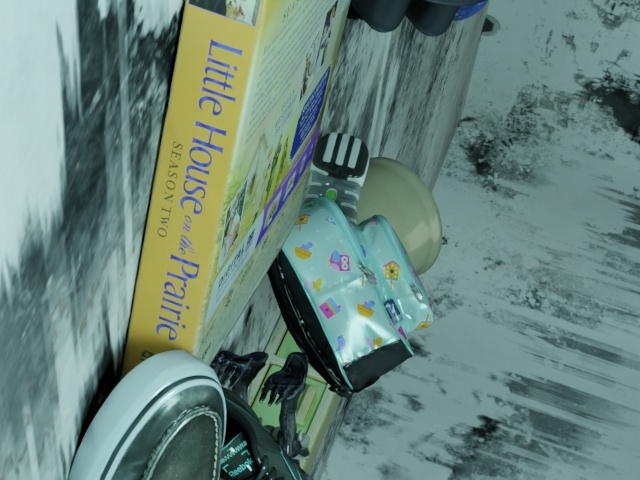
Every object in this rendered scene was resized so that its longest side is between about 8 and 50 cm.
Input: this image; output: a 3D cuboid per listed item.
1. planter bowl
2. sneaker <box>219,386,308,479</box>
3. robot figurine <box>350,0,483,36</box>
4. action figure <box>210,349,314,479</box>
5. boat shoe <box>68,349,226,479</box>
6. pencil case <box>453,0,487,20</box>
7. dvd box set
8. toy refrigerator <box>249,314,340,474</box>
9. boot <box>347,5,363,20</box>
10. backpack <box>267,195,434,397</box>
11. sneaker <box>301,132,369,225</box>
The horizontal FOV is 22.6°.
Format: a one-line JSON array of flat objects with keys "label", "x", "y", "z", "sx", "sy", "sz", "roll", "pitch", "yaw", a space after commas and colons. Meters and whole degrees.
[{"label": "planter bowl", "x": 0.056, "y": -0.011, "z": 2.004, "sx": 0.109, "sy": 0.162, "sz": 0.162, "roll": -26, "pitch": 142, "yaw": -40}, {"label": "sneaker", "x": -0.055, "y": 0.233, "z": 1.421, "sx": 0.101, "sy": 0.267, "sz": 0.106, "roll": -41, "pitch": 158, "yaw": -5}, {"label": "robot figurine", "x": 0.110, "y": -0.314, "z": 1.393, "sx": 0.278, "sy": 0.173, "sz": 0.209, "roll": -64, "pitch": 173, "yaw": 31}, {"label": "action figure", "x": -0.059, "y": 0.247, "z": 1.658, "sx": 0.141, "sy": 0.164, "sz": 0.275, "roll": -39, "pitch": 133, "yaw": -42}, {"label": "boat shoe", "x": -0.124, "y": 0.247, "z": 1.197, "sx": 0.121, "sy": 0.119, "sz": 0.335, "roll": -3, "pitch": 117, "yaw": -43}, {"label": "pencil case", "x": 0.150, "y": -0.352, "z": 1.912, "sx": 0.306, "sy": 0.119, "sz": 0.133, "roll": 33, "pitch": 65, "yaw": -83}, {"label": "dvd box set", "x": -0.046, "y": -0.122, "z": 1.232, "sx": 0.307, "sy": 0.062, "sz": 0.420, "roll": -61, "pitch": 168, "yaw": -54}, {"label": "toy refrigerator", "x": -0.038, "y": 0.200, "z": 1.947, "sx": 0.094, "sy": 0.102, "sz": 0.269, "roll": 101, "pitch": 11, "yaw": -47}, {"label": "boot", "x": 0.047, "y": -0.286, "z": 1.606, "sx": 0.121, "sy": 0.045, "sz": 0.099, "roll": 95, "pitch": 18, "yaw": -64}, {"label": "backpack", "x": 0.022, "y": 0.045, "z": 1.626, "sx": 0.144, "sy": 0.188, "sz": 0.166, "roll": -34, "pitch": -178, "yaw": -5}, {"label": "sneaker", "x": 0.000, "y": 0.000, "z": 1.811, "sx": 0.132, "sy": 0.086, "sz": 0.228, "roll": 102, "pitch": 8, "yaw": -56}]
